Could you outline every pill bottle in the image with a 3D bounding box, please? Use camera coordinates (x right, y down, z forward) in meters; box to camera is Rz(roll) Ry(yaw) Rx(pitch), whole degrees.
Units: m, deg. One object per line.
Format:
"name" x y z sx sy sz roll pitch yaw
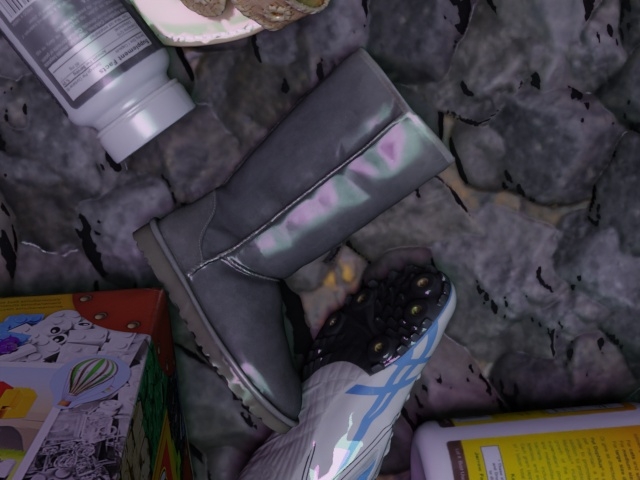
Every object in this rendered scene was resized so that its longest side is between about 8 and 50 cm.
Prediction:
"pill bottle" -0.146 -0.122 0.551 0.078 0.078 0.137 -36 102 4
"pill bottle" 0.178 0.179 0.617 0.215 0.117 0.117 -5 103 -2

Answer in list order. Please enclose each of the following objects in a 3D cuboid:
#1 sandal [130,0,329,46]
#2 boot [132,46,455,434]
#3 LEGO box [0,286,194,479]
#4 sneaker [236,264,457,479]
"sandal" -0.015 -0.181 0.545 0.240 0.079 0.088 -13 103 -1
"boot" 0.001 0.001 0.584 0.209 0.076 0.189 -34 89 -2
"LEGO box" -0.336 0.209 0.438 0.501 0.372 0.193 -4 118 -1
"sneaker" 0.025 0.122 0.622 0.086 0.085 0.237 30 96 -36
